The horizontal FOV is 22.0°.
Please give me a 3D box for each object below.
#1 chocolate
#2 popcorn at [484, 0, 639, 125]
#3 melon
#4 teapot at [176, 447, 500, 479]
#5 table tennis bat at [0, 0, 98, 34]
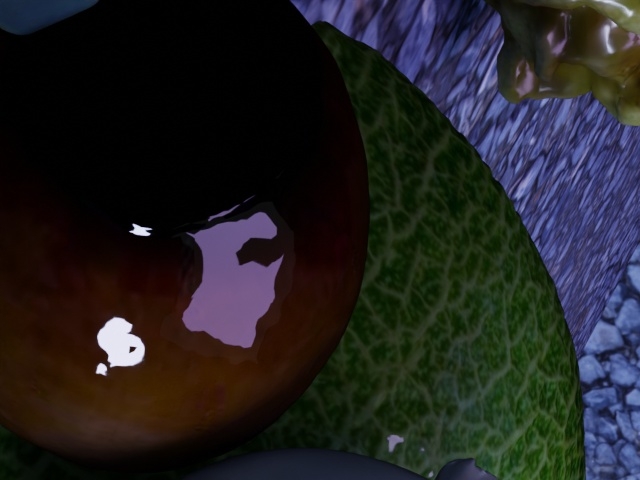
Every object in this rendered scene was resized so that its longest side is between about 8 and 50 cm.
[{"bbox_3d":[-0.062,-0.004,0.534,0.177,0.176,0.177,-54,163,-25],"label":"chocolate"},{"bbox_3d":[0.220,-0.186,1.016,0.259,0.212,0.259,-55,158,-36],"label":"popcorn"},{"bbox_3d":[-0.046,0.120,0.717,0.343,0.226,0.331,-55,138,-40],"label":"melon"},{"bbox_3d":[-0.030,0.217,0.552,0.220,0.149,0.318,10,100,-36],"label":"teapot"},{"bbox_3d":[-0.106,-0.085,0.337,0.154,0.021,0.274,-20,170,10],"label":"table tennis bat"}]
